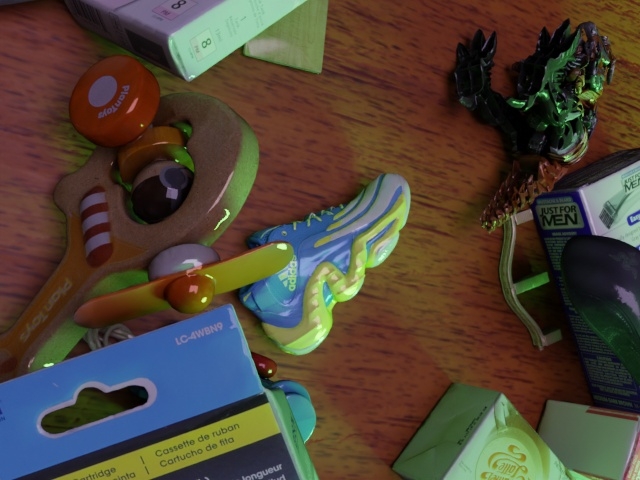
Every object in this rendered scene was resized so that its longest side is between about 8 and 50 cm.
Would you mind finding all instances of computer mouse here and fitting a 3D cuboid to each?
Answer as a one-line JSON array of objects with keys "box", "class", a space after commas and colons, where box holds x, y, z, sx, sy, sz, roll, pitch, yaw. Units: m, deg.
[{"box": [0.396, 0.092, 0.913, 0.272, 0.072, 0.188, 45, 51, -13], "class": "computer mouse"}]

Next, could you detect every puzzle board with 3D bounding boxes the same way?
[{"box": [-0.037, -0.262, 0.870, 0.096, 0.011, 0.128, 8, 84, -26], "class": "puzzle board"}]

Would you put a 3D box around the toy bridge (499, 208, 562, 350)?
[{"box": [0.270, 0.057, 1.010, 0.063, 0.026, 0.188, -17, 96, -25], "class": "toy bridge"}]

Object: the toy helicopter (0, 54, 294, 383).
[{"box": [-0.182, 0.027, 0.680, 0.355, 0.235, 0.140, -52, 148, -1], "class": "toy helicopter"}]

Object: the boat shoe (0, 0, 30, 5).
[{"box": [-0.355, -0.258, 0.641, 0.306, 0.113, 0.104, -13, 79, -14], "class": "boat shoe"}]

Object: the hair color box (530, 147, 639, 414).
[{"box": [0.430, 0.058, 1.049, 0.185, 0.110, 0.338, -23, 100, -24], "class": "hair color box"}]

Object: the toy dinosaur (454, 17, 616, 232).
[{"box": [0.289, -0.158, 0.969, 0.218, 0.164, 0.322, 44, 47, -36], "class": "toy dinosaur"}]

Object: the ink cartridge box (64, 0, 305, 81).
[{"box": [-0.104, -0.258, 0.740, 0.232, 0.189, 0.066, -43, 141, -20], "class": "ink cartridge box"}]

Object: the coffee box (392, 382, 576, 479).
[{"box": [0.223, 0.311, 0.933, 0.141, 0.098, 0.246, -47, 108, -21], "class": "coffee box"}]

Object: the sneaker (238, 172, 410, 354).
[{"box": [0.000, 0.000, 0.833, 0.126, 0.091, 0.240, 39, 72, -20], "class": "sneaker"}]

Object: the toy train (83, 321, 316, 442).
[{"box": [-0.131, 0.132, 0.728, 0.248, 0.143, 0.105, 27, 75, -25], "class": "toy train"}]

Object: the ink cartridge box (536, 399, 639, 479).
[{"box": [0.411, 0.297, 0.999, 0.218, 0.158, 0.092, 29, 73, -24], "class": "ink cartridge box"}]

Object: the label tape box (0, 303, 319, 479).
[{"box": [-0.124, 0.233, 0.637, 0.249, 0.115, 0.347, -20, 102, 1], "class": "label tape box"}]
